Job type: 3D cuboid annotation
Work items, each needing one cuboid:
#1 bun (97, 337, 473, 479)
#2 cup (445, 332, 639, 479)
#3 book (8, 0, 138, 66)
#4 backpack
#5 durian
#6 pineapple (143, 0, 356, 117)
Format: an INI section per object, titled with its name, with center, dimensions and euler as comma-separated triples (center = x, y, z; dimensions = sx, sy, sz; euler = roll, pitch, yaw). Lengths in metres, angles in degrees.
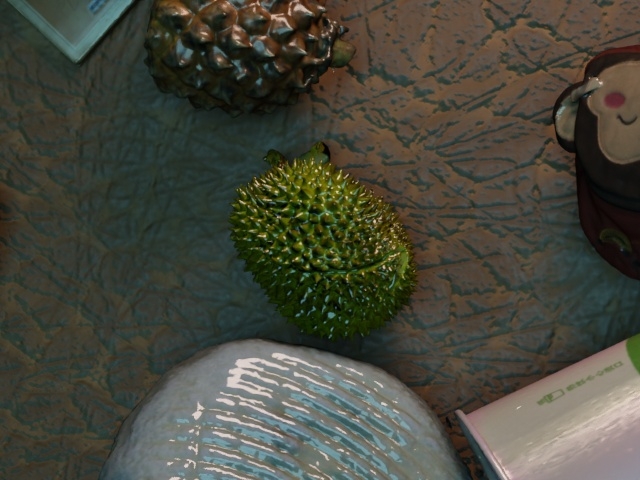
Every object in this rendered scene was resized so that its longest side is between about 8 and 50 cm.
[bun]
center = -0.032, 0.261, 1.443
dimensions = 0.354, 0.194, 0.354
euler = 5, 57, -8
[cup]
center = 0.286, 0.191, 1.423
dimensions = 0.274, 0.253, 0.253
euler = -31, 85, 0
[book]
center = -0.267, -0.312, 1.612
dimensions = 0.241, 0.018, 0.170
euler = 43, 94, 6
[backpack]
center = 0.316, -0.063, 1.458
dimensions = 0.229, 0.139, 0.229
euler = -1, 89, 40
[durian]
center = -0.004, 0.005, 1.499
dimensions = 0.198, 0.159, 0.146
euler = 41, 95, 8
[pineapple]
center = -0.062, -0.192, 1.518
dimensions = 0.193, 0.166, 0.166
euler = 12, 90, -1
